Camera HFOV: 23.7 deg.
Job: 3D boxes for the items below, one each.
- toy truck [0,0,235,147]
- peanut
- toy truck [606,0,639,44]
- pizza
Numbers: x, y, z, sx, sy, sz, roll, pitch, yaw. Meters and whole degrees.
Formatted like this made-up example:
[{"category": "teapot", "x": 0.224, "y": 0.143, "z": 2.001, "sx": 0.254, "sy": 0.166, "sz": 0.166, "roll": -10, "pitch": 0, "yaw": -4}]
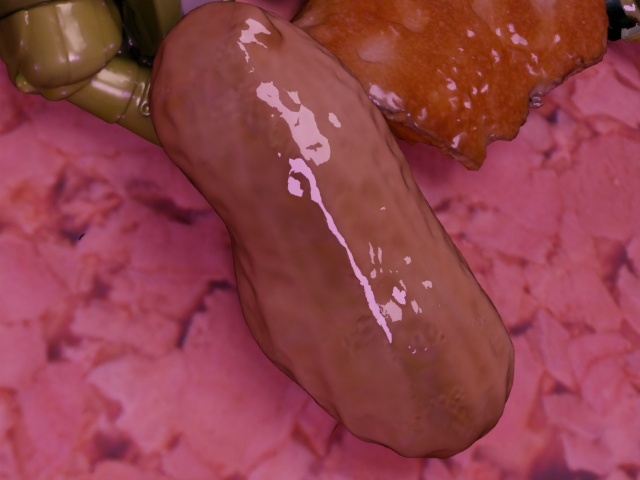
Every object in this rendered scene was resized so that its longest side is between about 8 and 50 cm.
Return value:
[{"category": "toy truck", "x": -0.135, "y": -0.154, "z": 0.985, "sx": 0.187, "sy": 0.148, "sz": 0.210, "roll": 3, "pitch": 88, "yaw": -28}, {"category": "peanut", "x": 0.000, "y": 0.000, "z": 0.938, "sx": 0.147, "sy": 0.147, "sz": 0.319, "roll": -41, "pitch": 102, "yaw": -36}, {"category": "toy truck", "x": 0.315, "y": -0.258, "z": 1.281, "sx": 0.135, "sy": 0.128, "sz": 0.259, "roll": 35, "pitch": 47, "yaw": -37}, {"category": "pizza", "x": 0.099, "y": -0.149, "z": 1.127, "sx": 0.365, "sy": 0.074, "sz": 0.182, "roll": -34, "pitch": 79, "yaw": -36}]
